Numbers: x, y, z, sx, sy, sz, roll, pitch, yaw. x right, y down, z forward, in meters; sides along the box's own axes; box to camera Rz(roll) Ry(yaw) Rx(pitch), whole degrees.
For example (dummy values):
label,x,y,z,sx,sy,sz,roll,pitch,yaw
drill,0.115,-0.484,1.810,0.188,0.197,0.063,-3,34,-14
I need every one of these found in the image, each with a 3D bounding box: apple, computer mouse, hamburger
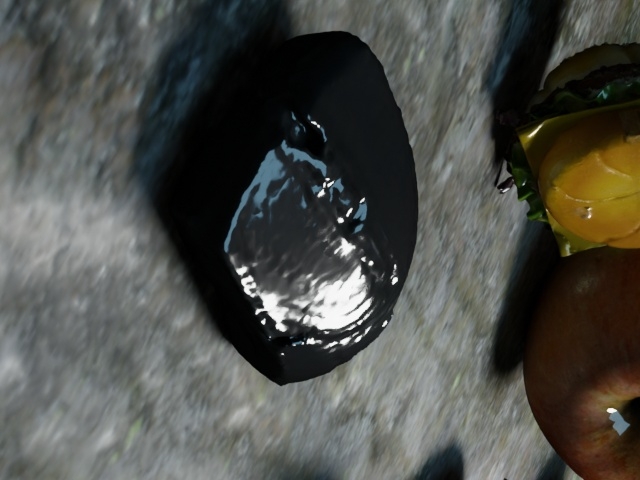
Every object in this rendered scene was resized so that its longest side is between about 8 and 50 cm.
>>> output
label,x,y,z,sx,sy,sz,roll,pitch,yaw
apple,0.289,0.088,1.297,0.253,0.253,0.253,-50,154,-37
computer mouse,0.000,0.000,0.723,0.122,0.073,0.217,-58,156,-21
hamburger,0.210,-0.065,1.032,0.164,0.189,0.093,79,13,-54

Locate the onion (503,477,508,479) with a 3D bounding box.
label,x,y,z,sx,sy,sz,roll,pitch,yaw
onion,0.128,0.282,1.261,0.184,0.147,0.184,-9,90,-90
